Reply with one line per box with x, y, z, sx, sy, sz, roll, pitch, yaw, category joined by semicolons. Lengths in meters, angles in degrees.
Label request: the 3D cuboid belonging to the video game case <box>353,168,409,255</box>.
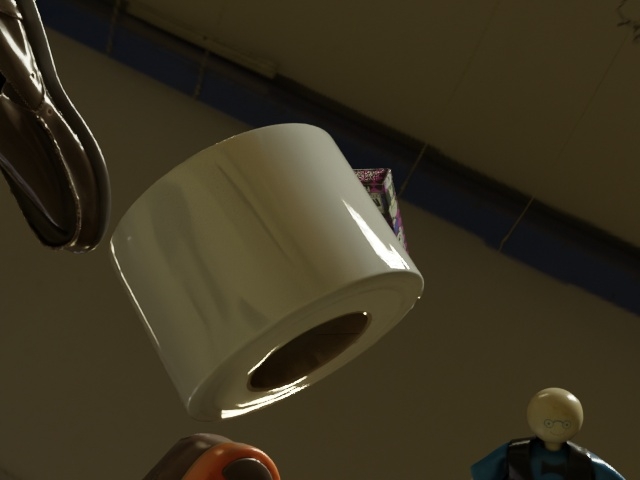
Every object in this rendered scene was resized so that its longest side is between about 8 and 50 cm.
0.000;0.000;1.315;0.232;0.042;0.210;1;-51;22;video game case

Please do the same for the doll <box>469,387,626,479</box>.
0.164;0.192;0.682;0.129;0.046;0.189;1;-77;15;doll

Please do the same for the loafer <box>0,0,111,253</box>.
-0.371;-0.140;1.158;0.133;0.130;0.366;-9;-71;36;loafer

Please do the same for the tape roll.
-0.050;0.034;0.906;0.246;0.246;0.169;-41;-113;25;tape roll

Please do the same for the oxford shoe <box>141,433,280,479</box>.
-0.181;0.341;0.907;0.132;0.364;0.130;7;-38;51;oxford shoe
